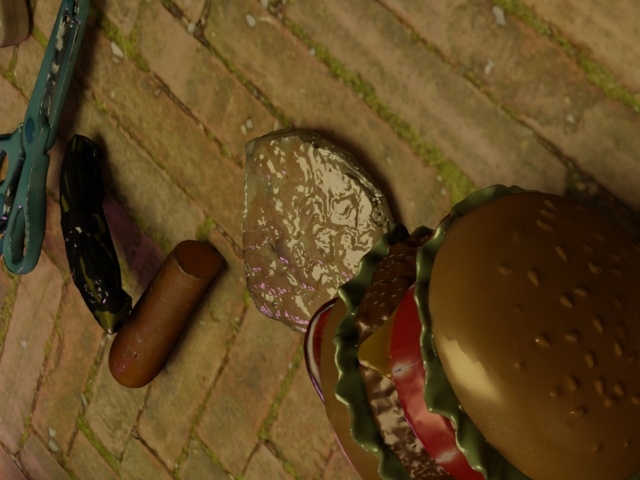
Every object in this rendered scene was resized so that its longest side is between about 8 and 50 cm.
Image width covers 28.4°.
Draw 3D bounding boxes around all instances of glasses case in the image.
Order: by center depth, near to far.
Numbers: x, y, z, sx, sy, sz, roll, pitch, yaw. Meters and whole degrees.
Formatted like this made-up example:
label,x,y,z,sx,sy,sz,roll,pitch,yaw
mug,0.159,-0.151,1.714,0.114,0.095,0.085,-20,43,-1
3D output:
label,x,y,z,sx,sy,sz,roll,pitch,yaw
glasses case,-0.421,-0.269,1.500,0.196,0.050,0.083,5,107,41

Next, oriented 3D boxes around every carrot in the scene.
label,x,y,z,sx,sy,sz,roll,pitch,yaw
carrot,-0.180,0.089,1.408,0.067,0.067,0.225,49,130,17

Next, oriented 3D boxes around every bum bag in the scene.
label,x,y,z,sx,sy,sz,roll,pitch,yaw
bum bag,-0.255,0.000,1.412,0.107,0.060,0.232,115,144,-61

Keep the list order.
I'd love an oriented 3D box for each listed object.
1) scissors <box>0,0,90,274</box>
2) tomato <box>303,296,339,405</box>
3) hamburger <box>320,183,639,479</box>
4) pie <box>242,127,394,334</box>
label,x,y,z,sx,sy,sz,roll,pitch,yaw
scissors,-0.328,-0.126,1.461,0.180,0.032,0.393,55,133,36
tomato,0.078,0.121,1.161,0.166,0.082,0.174,-14,96,10
hamburger,0.153,0.086,0.964,0.212,0.274,0.274,-33,83,47
pie,-0.002,0.001,1.223,0.185,0.052,0.218,17,115,38
